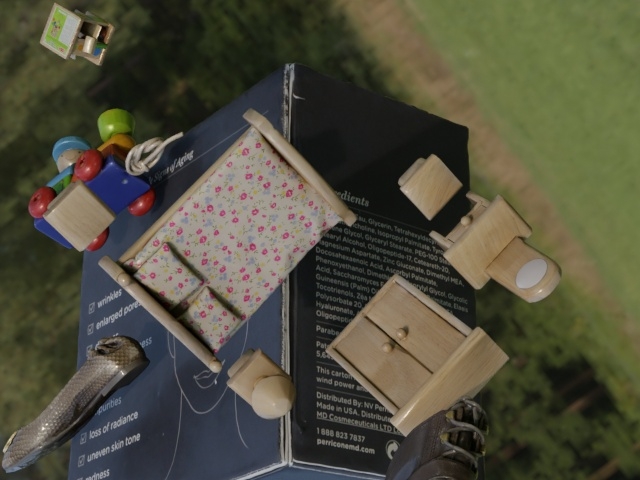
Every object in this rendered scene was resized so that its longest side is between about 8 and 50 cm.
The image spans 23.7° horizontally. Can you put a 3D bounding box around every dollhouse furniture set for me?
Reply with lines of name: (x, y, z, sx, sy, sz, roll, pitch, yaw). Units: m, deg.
dollhouse furniture set: (0.000, 0.000, 1.329, 0.355, 0.303, 0.174, 45, 176, -29)

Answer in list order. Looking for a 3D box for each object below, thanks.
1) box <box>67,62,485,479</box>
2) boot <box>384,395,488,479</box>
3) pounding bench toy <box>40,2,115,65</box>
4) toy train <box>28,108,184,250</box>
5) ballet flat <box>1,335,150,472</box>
box: (-0.066, 0.115, 1.866, 0.297, 0.480, 0.471, 15, -117, -34)
boot: (0.092, 0.211, 1.161, 0.091, 0.263, 0.229, 31, -133, -13)
pounding bench toy: (-0.273, -0.236, 1.794, 0.083, 0.052, 0.065, 33, -164, 35)
toy train: (-0.247, -0.108, 1.871, 0.105, 0.248, 0.143, 35, -146, -33)
ballet flat: (-0.296, 0.190, 1.789, 0.058, 0.250, 0.084, 52, -152, 9)
